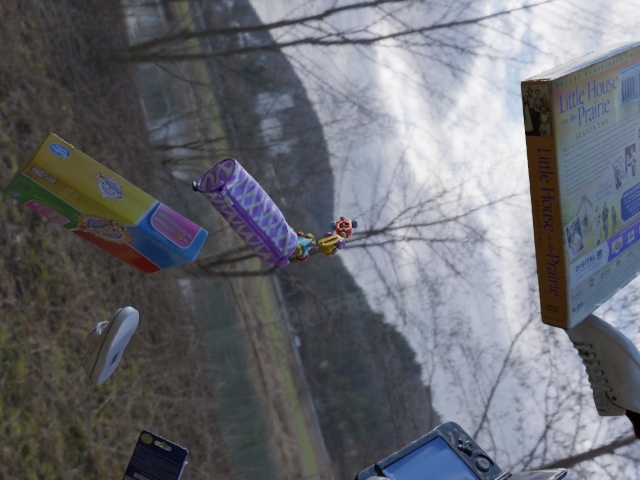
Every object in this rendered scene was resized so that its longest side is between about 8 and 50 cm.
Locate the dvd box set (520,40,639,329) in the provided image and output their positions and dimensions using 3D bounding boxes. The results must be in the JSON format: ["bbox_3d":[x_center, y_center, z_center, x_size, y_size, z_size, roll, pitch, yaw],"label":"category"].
[{"bbox_3d":[0.465,-0.099,1.153,0.062,0.308,0.420,13,-58,49],"label":"dvd box set"}]

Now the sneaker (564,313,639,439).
[{"bbox_3d":[0.532,0.248,1.252,0.290,0.123,0.106,46,-11,3],"label":"sneaker"}]

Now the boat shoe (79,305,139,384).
[{"bbox_3d":[-0.506,0.236,1.585,0.084,0.258,0.095,38,30,8],"label":"boat shoe"}]

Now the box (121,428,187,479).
[{"bbox_3d":[-0.417,0.591,1.669,0.036,0.137,0.225,18,94,-78],"label":"box"}]

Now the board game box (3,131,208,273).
[{"bbox_3d":[-0.396,-0.053,1.243,0.242,0.317,0.064,-15,-134,55],"label":"board game box"}]

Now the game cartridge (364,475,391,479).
[{"bbox_3d":[0.019,0.532,1.059,0.355,0.068,0.230,-6,99,-57],"label":"game cartridge"}]

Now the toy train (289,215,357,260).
[{"bbox_3d":[0.000,0.000,1.420,0.125,0.167,0.046,-100,-178,-63],"label":"toy train"}]

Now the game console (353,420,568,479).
[{"bbox_3d":[0.255,0.441,1.264,0.250,0.293,0.173,45,-44,33],"label":"game console"}]

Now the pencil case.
[{"bbox_3d":[-0.121,-0.047,1.158,0.206,0.086,0.088,49,5,-33],"label":"pencil case"}]
